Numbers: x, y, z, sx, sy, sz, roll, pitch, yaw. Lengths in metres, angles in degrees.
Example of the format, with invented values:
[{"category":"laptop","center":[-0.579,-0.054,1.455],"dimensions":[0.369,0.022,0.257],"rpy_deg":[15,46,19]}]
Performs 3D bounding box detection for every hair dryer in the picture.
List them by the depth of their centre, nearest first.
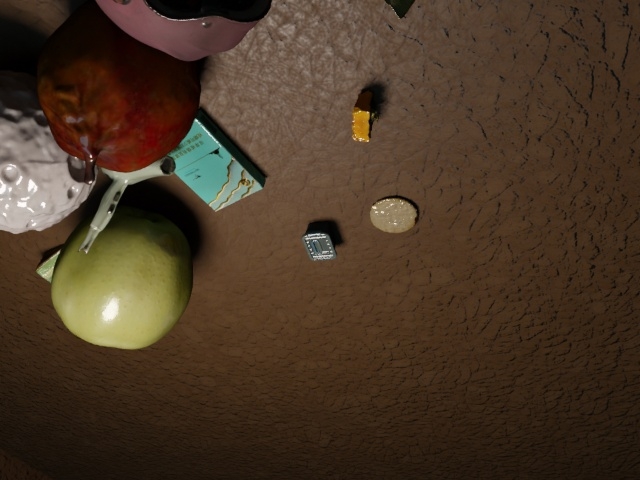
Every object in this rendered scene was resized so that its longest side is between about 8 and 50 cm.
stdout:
[{"category":"hair dryer","center":[-0.422,-0.105,1.306],"dimensions":[0.229,0.267,0.092],"rpy_deg":[-14,147,30]}]

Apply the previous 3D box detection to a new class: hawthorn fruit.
[{"category":"hawthorn fruit","center":[-0.380,-0.279,1.090],"dimensions":[0.308,0.324,0.309],"rpy_deg":[14,120,25]}]

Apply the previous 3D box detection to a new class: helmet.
[{"category":"helmet","center":[-0.250,-0.430,0.943],"dimensions":[0.338,0.271,0.197],"rpy_deg":[26,150,-20]}]

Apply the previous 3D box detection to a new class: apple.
[{"category":"apple","center":[-0.485,0.086,1.479],"dimensions":[0.356,0.358,0.358],"rpy_deg":[6,137,5]}]

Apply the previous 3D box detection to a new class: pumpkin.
[{"category":"pumpkin","center":[0.092,-0.251,1.191],"dimensions":[0.053,0.074,0.083],"rpy_deg":[6,140,11]}]

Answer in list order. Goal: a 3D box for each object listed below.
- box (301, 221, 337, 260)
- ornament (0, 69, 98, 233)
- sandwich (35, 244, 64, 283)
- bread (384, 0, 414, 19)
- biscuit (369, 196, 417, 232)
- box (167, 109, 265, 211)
[{"category":"box","center":[0.000,0.000,1.494],"dimensions":[0.074,0.054,0.099],"rpy_deg":[-6,135,15]},{"category":"ornament","center":[-0.625,-0.181,1.223],"dimensions":[0.336,0.337,0.337],"rpy_deg":[6,137,5]},{"category":"sandwich","center":[-0.749,0.067,1.706],"dimensions":[0.116,0.074,0.074],"rpy_deg":[-17,131,28]},{"category":"bread","center":[0.141,-0.429,0.939],"dimensions":[0.084,0.139,0.074],"rpy_deg":[-26,125,34]},{"category":"biscuit","center":[0.176,-0.060,1.422],"dimensions":[0.120,0.015,0.120],"rpy_deg":[6,138,6]},{"category":"box","center":[-0.260,-0.177,1.366],"dimensions":[0.161,0.042,0.229],"rpy_deg":[-22,128,31]}]
